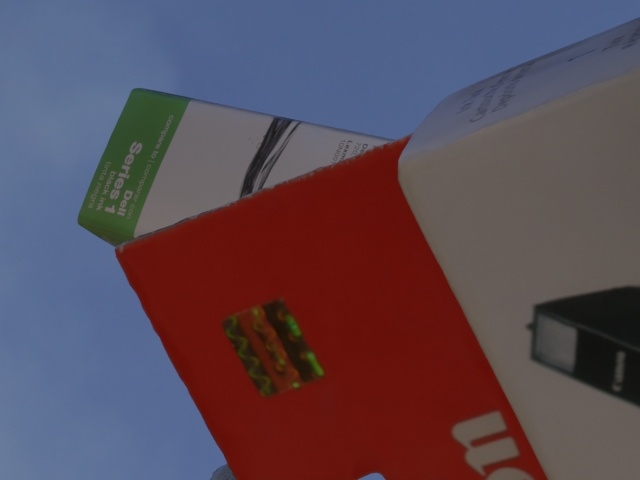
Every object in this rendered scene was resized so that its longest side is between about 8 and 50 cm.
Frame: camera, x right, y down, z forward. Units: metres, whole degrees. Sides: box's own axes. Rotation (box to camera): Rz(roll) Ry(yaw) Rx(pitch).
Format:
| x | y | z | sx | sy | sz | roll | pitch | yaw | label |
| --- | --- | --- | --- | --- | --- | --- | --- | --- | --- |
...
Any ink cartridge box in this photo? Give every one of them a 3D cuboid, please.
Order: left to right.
| x | y | z | sx | sy | sz | roll | pitch | yaw | label |
| --- | --- | --- | --- | --- | --- | --- | --- | --- | --- |
| 0.000 | 0.000 | 1.047 | 0.219 | 0.092 | 0.160 | 15 | -13 | 42 | ink cartridge box |
| 0.090 | 0.087 | 0.507 | 0.239 | 0.060 | 0.275 | -21 | -76 | 25 | ink cartridge box |

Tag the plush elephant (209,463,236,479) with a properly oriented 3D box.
| x | y | z | sx | sy | sz | roll | pitch | yaw | label |
| --- | --- | --- | --- | --- | --- | --- | --- | --- | --- |
| -0.032 | 0.377 | 1.662 | 0.330 | 0.271 | 0.255 | 22 | -22 | -15 | plush elephant |
